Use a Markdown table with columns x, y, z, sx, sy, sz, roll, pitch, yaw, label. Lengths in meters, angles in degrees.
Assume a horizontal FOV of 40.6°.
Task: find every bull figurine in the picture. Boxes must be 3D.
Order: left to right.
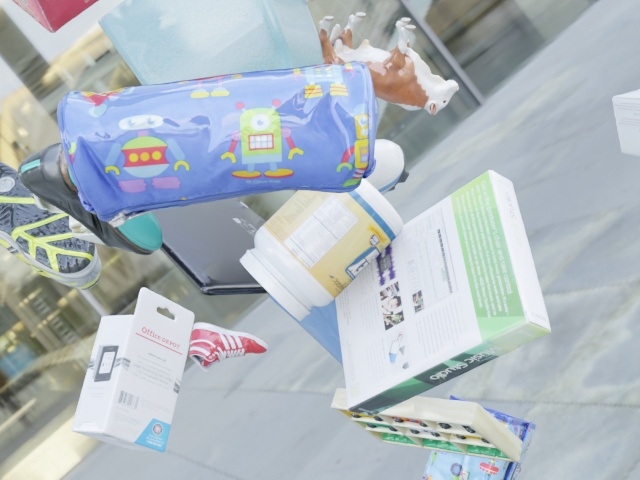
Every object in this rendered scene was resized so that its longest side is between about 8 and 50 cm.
| x | y | z | sx | sy | sz | roll | pitch | yaw | label |
| --- | --- | --- | --- | --- | --- | --- | --- | --- | --- |
| 0.129 | -0.361 | 1.778 | 0.311 | 0.188 | 0.101 | 11 | 30 | 20 | bull figurine |

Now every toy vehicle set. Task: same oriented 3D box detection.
| x | y | z | sx | sy | sz | roll | pitch | yaw | label |
| --- | --- | --- | --- | --- | --- | --- | --- | --- | --- |
| 0.168 | 0.295 | 1.388 | 0.267 | 0.166 | 0.035 | -3 | 58 | 41 | toy vehicle set |

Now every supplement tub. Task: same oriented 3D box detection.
| x | y | z | sx | sy | sz | roll | pitch | yaw | label |
| --- | --- | --- | --- | --- | --- | --- | --- | --- | --- |
| 0.000 | 0.000 | 1.208 | 0.200 | 0.144 | 0.144 | -45 | 7 | -1 | supplement tub |

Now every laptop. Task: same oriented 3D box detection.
| x | y | z | sx | sy | sz | roll | pitch | yaw | label |
| --- | --- | --- | --- | --- | --- | --- | --- | --- | --- |
| -0.139 | 0.096 | 1.583 | 0.408 | 0.236 | 0.382 | 0 | 24 | -37 | laptop |

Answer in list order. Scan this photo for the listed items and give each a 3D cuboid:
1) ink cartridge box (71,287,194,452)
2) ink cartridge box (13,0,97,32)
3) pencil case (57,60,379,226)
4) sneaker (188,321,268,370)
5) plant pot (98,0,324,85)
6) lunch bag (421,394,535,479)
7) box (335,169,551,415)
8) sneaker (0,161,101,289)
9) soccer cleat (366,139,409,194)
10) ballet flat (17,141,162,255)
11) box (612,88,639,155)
| x | y | z | sx | sy | sz | roll | pitch | yaw | label |
| --- | --- | --- | --- | --- | --- | --- | --- | --- | --- |
| -0.225 | 0.159 | 1.062 | 0.060 | 0.104 | 0.180 | -7 | 62 | 35 | ink cartridge box |
| -0.516 | -0.574 | 1.397 | 0.160 | 0.279 | 0.384 | -41 | -25 | -17 | ink cartridge box |
| -0.094 | -0.093 | 0.829 | 0.306 | 0.133 | 0.119 | -8 | 1 | -2 | pencil case |
| -0.140 | 0.168 | 1.304 | 0.042 | 0.119 | 0.067 | 112 | 170 | -54 | sneaker |
| -0.130 | -0.278 | 1.317 | 0.247 | 0.252 | 0.248 | -28 | -1 | 18 | plant pot |
| 0.336 | 0.452 | 1.740 | 0.138 | 0.293 | 0.220 | 16 | 83 | 34 | lunch bag |
| 0.150 | 0.080 | 1.197 | 0.322 | 0.059 | 0.232 | -35 | 48 | 38 | box |
| -0.591 | -0.021 | 1.723 | 0.145 | 0.385 | 0.147 | -43 | -24 | -23 | sneaker |
| 0.027 | -0.089 | 1.652 | 0.143 | 0.116 | 0.331 | 6 | -35 | -33 | soccer cleat |
| -0.320 | -0.053 | 1.201 | 0.096 | 0.095 | 0.280 | -10 | -27 | 13 | ballet flat |
| 0.482 | -0.170 | 1.205 | 0.101 | 0.087 | 0.102 | -18 | 15 | -11 | box |
